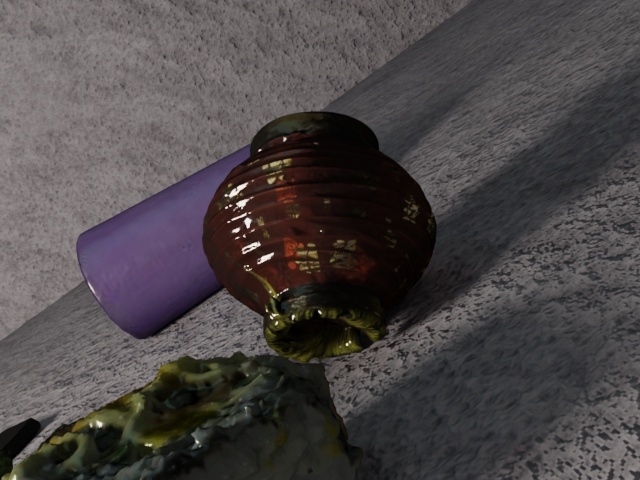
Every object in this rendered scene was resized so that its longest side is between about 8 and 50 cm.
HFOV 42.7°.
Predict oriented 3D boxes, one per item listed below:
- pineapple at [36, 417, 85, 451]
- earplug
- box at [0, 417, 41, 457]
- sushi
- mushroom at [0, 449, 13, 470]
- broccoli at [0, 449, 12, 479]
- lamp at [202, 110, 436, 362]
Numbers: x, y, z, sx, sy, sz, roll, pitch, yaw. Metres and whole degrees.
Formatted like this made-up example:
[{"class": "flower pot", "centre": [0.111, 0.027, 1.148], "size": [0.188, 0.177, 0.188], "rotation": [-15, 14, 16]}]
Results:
[{"class": "pineapple", "centre": [-0.184, 0.219, 0.784], "size": [0.197, 0.108, 0.108], "rotation": [-12, 23, 29]}, {"class": "earplug", "centre": [-0.173, -0.032, 1.400], "size": [0.456, 0.215, 0.215], "rotation": [-31, 13, 4]}, {"class": "box", "centre": [-0.521, 0.345, 1.317], "size": [0.125, 0.027, 0.126], "rotation": [-28, 16, 40]}, {"class": "sushi", "centre": [-0.094, 0.172, 0.549], "size": [0.274, 0.139, 0.184], "rotation": [-30, 16, -30]}, {"class": "mushroom", "centre": [-0.478, 0.334, 1.121], "size": [0.109, 0.085, 0.126], "rotation": [-2, 6, -11]}, {"class": "broccoli", "centre": [-0.391, 0.294, 0.707], "size": [0.288, 0.235, 0.260], "rotation": [-26, 11, -20]}, {"class": "lamp", "centre": [0.000, 0.000, 0.819], "size": [0.247, 0.247, 0.247], "rotation": [-33, 13, 9]}]
